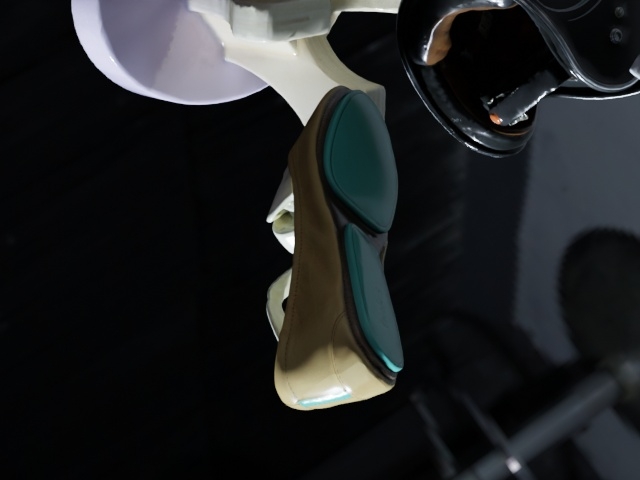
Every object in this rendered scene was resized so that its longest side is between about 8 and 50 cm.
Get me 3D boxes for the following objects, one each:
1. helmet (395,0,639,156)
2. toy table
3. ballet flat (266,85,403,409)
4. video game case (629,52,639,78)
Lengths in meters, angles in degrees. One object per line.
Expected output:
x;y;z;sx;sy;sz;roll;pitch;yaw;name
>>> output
0.140;-0.143;1.173;0.169;0.161;0.169;25;138;25;helmet
-0.024;-0.175;1.399;0.161;0.274;0.252;13;121;35;toy table
0.000;0.000;1.098;0.080;0.073;0.232;48;-154;-33;ballet flat
0.208;-0.107;0.984;0.011;0.122;0.087;41;105;29;video game case
